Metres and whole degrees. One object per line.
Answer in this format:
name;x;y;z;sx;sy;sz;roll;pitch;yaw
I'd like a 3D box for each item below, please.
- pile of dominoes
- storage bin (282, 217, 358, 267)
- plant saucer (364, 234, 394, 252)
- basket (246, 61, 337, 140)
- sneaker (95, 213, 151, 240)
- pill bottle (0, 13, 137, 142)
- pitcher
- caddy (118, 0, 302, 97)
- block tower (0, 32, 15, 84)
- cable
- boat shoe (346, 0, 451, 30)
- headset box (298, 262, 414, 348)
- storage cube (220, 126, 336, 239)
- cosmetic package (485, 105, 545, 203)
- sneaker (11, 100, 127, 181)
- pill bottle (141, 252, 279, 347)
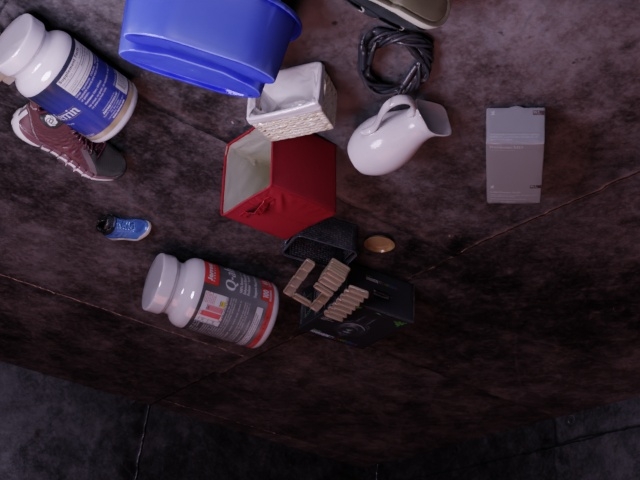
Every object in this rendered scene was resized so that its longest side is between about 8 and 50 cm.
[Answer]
pile of dominoes;0.019;0.131;2.338;0.195;0.040;0.251;31;149;-4
storage bin;0.000;0.000;2.255;0.180;0.084;0.122;16;148;-19
plant saucer;0.161;0.006;2.307;0.083;0.015;0.083;4;150;3
basket;-0.054;-0.281;1.748;0.167;0.113;0.103;-9;149;24
sneaker;-0.540;-0.038;2.300;0.152;0.058;0.084;-3;158;27
pill bottle;-0.513;-0.325;1.705;0.153;0.153;0.264;-18;142;34
pitcher;0.145;-0.229;1.791;0.207;0.126;0.177;-28;146;33
caddy;-0.204;-0.392;1.524;0.341;0.179;0.241;15;173;-17
block tower;-0.752;-0.415;1.650;0.097;0.091;0.335;-22;140;40
cable;0.148;-0.349;1.675;0.150;0.047;0.185;-2;147;2
boat shoe;0.061;-0.454;1.429;0.339;0.127;0.113;20;170;-28
headset box;0.112;0.195;2.527;0.246;0.131;0.283;21;146;-26
storage cube;-0.092;-0.136;1.913;0.193;0.215;0.183;21;146;-36
cosmetic package;0.425;-0.183;1.852;0.127;0.107;0.238;0;153;14
sneaker;-0.539;-0.238;1.911;0.281;0.107;0.162;26;141;-30
pill bottle;-0.321;0.172;2.477;0.362;0.210;0.210;20;147;-24
